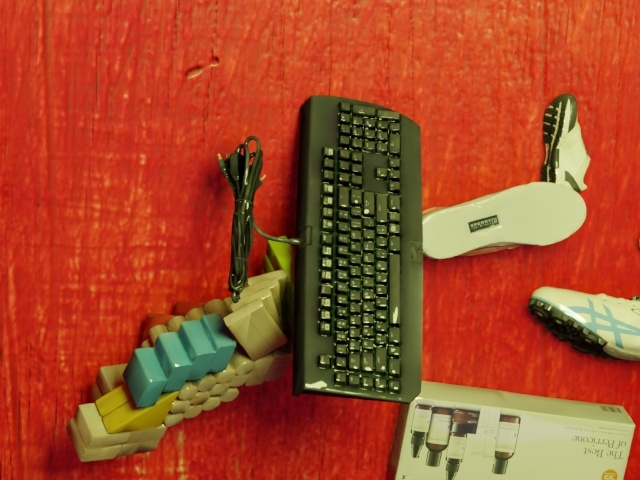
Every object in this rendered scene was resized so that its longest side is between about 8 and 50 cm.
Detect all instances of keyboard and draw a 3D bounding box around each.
[{"bbox_3d":[0.000,0.000,1.864,0.202,0.033,0.317,5,61,-8],"label":"keyboard"}]

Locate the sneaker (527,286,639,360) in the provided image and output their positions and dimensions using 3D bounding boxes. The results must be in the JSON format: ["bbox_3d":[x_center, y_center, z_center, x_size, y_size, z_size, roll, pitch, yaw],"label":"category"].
[{"bbox_3d":[0.326,0.085,2.015,0.237,0.085,0.086,18,78,-7],"label":"sneaker"}]

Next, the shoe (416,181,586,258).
[{"bbox_3d":[0.170,-0.020,1.961,0.178,0.081,0.063,-12,94,-12],"label":"shoe"}]

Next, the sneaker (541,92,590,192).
[{"bbox_3d":[0.248,-0.095,1.970,0.044,0.040,0.109,-5,112,-20],"label":"sneaker"}]

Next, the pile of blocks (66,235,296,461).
[{"bbox_3d":[-0.102,0.080,1.934,0.362,0.112,0.149,-28,147,-2],"label":"pile of blocks"}]

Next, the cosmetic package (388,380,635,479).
[{"bbox_3d":[0.197,0.212,2.042,0.239,0.060,0.098,7,107,-8],"label":"cosmetic package"}]
